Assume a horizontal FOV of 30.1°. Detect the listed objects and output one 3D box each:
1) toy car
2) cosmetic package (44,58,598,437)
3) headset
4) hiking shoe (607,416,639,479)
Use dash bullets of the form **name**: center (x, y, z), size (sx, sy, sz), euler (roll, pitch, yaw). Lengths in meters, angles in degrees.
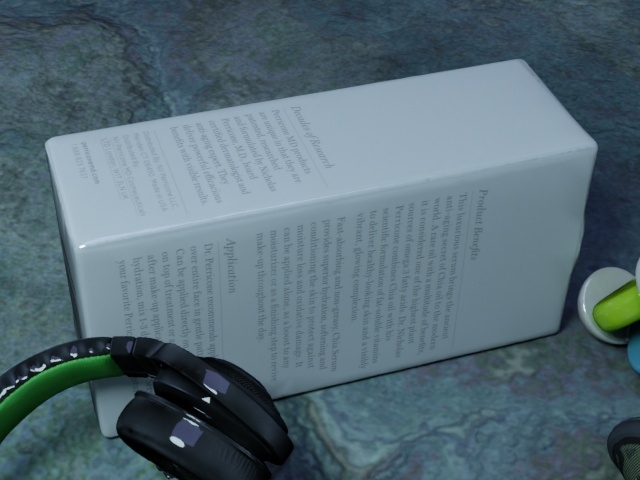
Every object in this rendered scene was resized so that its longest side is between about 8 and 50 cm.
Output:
- **toy car**: center (0.342, 0.064, 1.106), size (0.182, 0.159, 0.136), euler (-20, 82, -24)
- **cosmetic package**: center (0.000, 0.000, 1.081), size (0.453, 0.230, 0.161), euler (-11, 42, -15)
- **headset**: center (-0.092, 0.212, 0.904), size (0.394, 0.185, 0.243), euler (6, 64, 14)
- **hiking shoe**: center (0.277, 0.232, 0.932), size (0.114, 0.086, 0.227), euler (-12, 44, -20)
